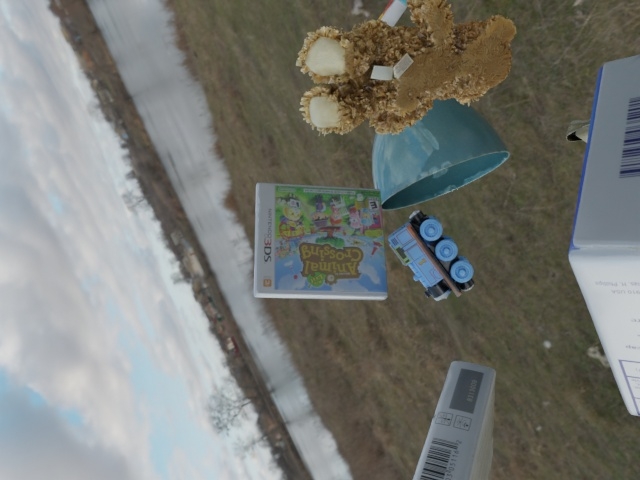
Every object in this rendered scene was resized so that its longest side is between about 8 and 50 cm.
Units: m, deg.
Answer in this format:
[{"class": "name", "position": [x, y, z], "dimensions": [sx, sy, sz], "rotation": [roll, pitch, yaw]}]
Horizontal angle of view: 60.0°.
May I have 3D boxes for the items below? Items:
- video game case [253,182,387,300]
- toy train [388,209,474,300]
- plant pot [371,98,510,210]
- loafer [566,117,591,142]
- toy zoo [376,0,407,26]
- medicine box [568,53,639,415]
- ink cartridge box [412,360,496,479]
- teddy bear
[{"class": "video game case", "position": [0.000, 0.000, 0.902], "dimensions": [0.023, 0.213, 0.193], "rotation": [116, 154, -67]}, {"class": "toy train", "position": [0.213, 0.033, 1.063], "dimensions": [0.184, 0.105, 0.080], "rotation": [53, -168, -2]}, {"class": "plant pot", "position": [0.228, -0.210, 1.193], "dimensions": [0.290, 0.290, 0.195], "rotation": [119, 131, -77]}, {"class": "loafer", "position": [0.607, -0.243, 1.238], "dimensions": [0.056, 0.050, 0.148], "rotation": [29, 180, -12]}, {"class": "toy zoo", "position": [0.168, -0.515, 1.221], "dimensions": [0.030, 0.293, 0.192], "rotation": [34, -171, -10]}, {"class": "medicine box", "position": [0.369, 0.001, 0.548], "dimensions": [0.149, 0.263, 0.289], "rotation": [-3, 138, 37]}, {"class": "ink cartridge box", "position": [0.246, 0.463, 1.006], "dimensions": [0.091, 0.308, 0.384], "rotation": [8, 127, 23]}, {"class": "teddy bear", "position": [0.120, -0.268, 0.843], "dimensions": [0.113, 0.338, 0.245], "rotation": [60, 177, 49]}]
